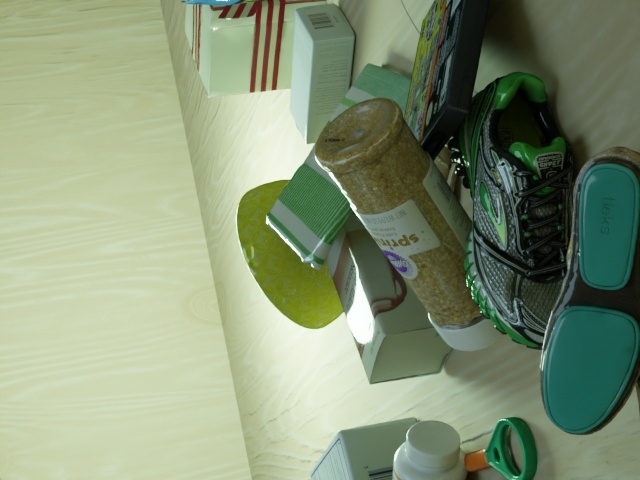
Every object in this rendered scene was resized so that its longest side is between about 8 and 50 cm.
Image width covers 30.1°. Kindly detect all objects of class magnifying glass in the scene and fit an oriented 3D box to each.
[{"bbox_3d":[0.256,0.308,1.710,0.231,0.026,0.092,133,127,-68],"label":"magnifying glass"}]

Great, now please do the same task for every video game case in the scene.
[{"bbox_3d":[0.161,-0.231,1.540,0.248,0.035,0.274,121,162,-66],"label":"video game case"}]

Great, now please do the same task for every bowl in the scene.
[{"bbox_3d":[0.000,0.000,2.151,0.156,0.289,0.289,-29,63,27],"label":"bowl"}]

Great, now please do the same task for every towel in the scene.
[{"bbox_3d":[0.039,-0.125,1.897,0.324,0.038,0.248,-57,24,5],"label":"towel"}]

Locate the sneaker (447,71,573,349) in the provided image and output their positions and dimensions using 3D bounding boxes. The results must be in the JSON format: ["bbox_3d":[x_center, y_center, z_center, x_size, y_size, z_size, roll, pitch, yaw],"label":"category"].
[{"bbox_3d":[0.236,-0.037,1.388,0.146,0.134,0.343,120,139,-65],"label":"sneaker"}]

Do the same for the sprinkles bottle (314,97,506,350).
[{"bbox_3d":[0.129,-0.014,1.501,0.355,0.121,0.121,53,-179,-32],"label":"sprinkles bottle"}]

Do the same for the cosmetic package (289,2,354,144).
[{"bbox_3d":[0.001,-0.304,2.185,0.117,0.086,0.231,-113,19,-44],"label":"cosmetic package"}]

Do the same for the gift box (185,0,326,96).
[{"bbox_3d":[-0.149,-0.444,2.311,0.258,0.276,0.255,101,150,-47],"label":"gift box"}]

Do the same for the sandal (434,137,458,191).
[{"bbox_3d":[0.155,-0.109,1.739,0.088,0.079,0.240,-135,40,-65],"label":"sandal"}]

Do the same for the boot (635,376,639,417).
[{"bbox_3d":[0.384,0.283,1.158,0.264,0.096,0.280,-119,28,-81],"label":"boot"}]

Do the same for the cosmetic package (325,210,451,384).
[{"bbox_3d":[0.104,0.065,1.921,0.153,0.129,0.296,102,154,-49],"label":"cosmetic package"}]

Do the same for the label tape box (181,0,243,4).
[{"bbox_3d":[-0.011,-0.408,1.668,0.249,0.348,0.115,-166,69,-73],"label":"label tape box"}]

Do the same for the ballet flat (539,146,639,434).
[{"bbox_3d":[0.305,0.052,1.254,0.106,0.108,0.315,-33,-45,-61],"label":"ballet flat"}]

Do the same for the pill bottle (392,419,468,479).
[{"bbox_3d":[0.171,0.392,1.876,0.117,0.117,0.215,-120,27,-53],"label":"pill bottle"}]

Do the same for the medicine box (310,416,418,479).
[{"bbox_3d":[0.103,0.488,2.112,0.289,0.149,0.263,112,146,-62],"label":"medicine box"}]
